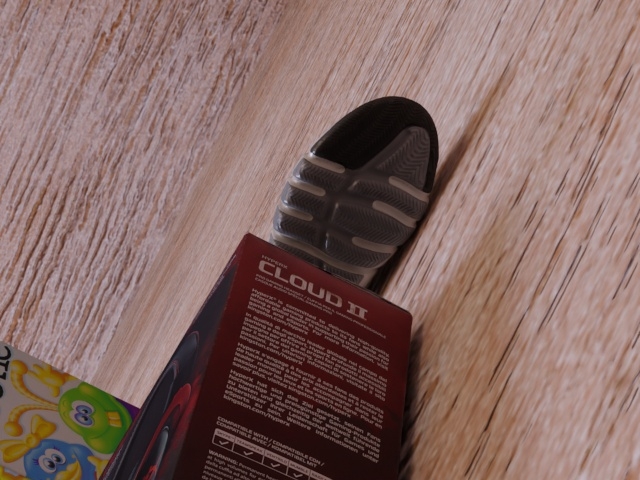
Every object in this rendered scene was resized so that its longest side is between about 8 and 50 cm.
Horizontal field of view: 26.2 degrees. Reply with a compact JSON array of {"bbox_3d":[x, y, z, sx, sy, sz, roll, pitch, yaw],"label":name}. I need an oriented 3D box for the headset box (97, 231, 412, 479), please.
[{"bbox_3d":[-0.055,0.153,0.695,0.218,0.110,0.293,-57,11,31],"label":"headset box"}]

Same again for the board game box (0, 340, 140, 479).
[{"bbox_3d":[-0.284,0.205,1.261,0.142,0.275,0.144,-56,12,34],"label":"board game box"}]

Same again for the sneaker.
[{"bbox_3d":[0.000,0.000,0.916,0.228,0.086,0.132,-61,7,11],"label":"sneaker"}]
